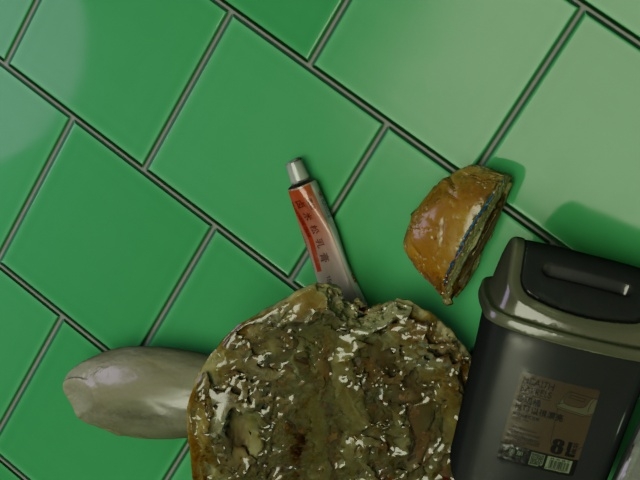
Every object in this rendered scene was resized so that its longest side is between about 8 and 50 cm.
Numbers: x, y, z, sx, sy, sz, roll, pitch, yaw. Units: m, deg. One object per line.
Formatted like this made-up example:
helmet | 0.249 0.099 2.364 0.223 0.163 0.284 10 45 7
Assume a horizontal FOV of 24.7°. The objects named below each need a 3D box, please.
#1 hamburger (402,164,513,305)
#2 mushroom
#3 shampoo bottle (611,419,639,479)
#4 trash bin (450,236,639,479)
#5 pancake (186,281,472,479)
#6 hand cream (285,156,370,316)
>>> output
hamburger | 0.149 -0.017 1.750 0.102 0.087 0.176 27 112 14
mushroom | -0.174 0.195 1.910 0.350 0.128 0.128 -7 98 20
shampoo bottle | 0.447 0.293 1.583 0.266 0.273 0.273 22 108 13
trash bin | 0.265 0.152 1.667 0.209 0.182 0.290 14 105 -2
pancake | 0.023 0.221 1.788 0.382 0.071 0.382 -2 112 -4
hand cream | 0.000 0.000 1.849 0.052 0.038 0.216 -12 100 52
